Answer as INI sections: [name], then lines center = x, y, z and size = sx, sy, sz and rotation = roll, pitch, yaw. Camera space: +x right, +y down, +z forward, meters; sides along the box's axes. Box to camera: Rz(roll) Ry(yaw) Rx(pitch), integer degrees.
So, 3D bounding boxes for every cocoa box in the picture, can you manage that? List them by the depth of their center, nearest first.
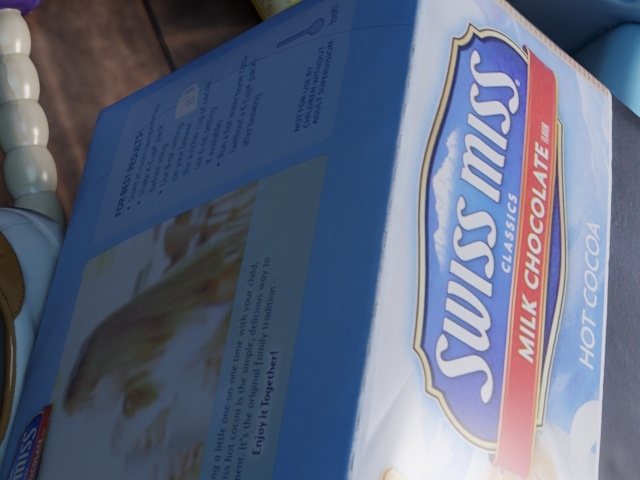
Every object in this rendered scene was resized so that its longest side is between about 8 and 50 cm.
[cocoa box]
center = 0.017, 0.094, 0.706
size = 0.228, 0.231, 0.347
rotation = 34, 50, -33

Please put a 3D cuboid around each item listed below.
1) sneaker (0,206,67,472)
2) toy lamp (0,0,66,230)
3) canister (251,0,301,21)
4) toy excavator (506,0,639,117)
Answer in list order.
[sneaker]
center = -0.186, 0.128, 0.760
size = 0.106, 0.123, 0.290
rotation = 8, 94, 12
[toy lamp]
center = -0.149, -0.018, 0.858
size = 0.080, 0.080, 0.275
rotation = -12, 81, -18
[canister]
center = -0.016, -0.212, 0.944
size = 0.126, 0.073, 0.170
rotation = -29, 88, -20
[toy excavator]
center = 0.244, 0.022, 0.907
size = 0.433, 0.222, 0.445
rotation = 31, 81, -5
